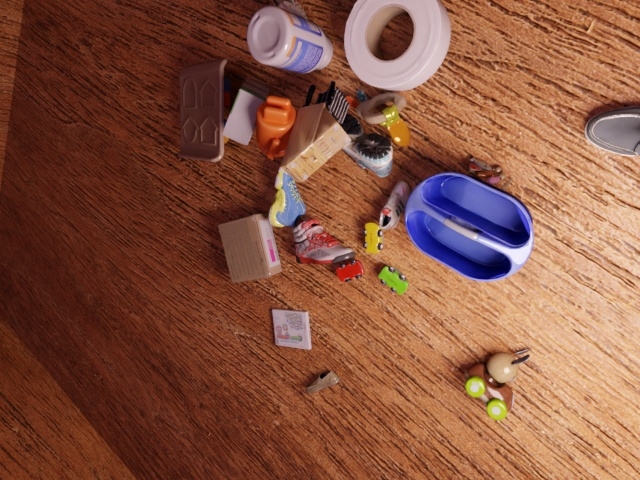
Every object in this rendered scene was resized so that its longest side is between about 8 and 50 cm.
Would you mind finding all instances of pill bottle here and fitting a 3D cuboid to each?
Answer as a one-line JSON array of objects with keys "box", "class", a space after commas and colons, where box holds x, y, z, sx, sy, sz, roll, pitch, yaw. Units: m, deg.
[{"box": [-0.077, -0.580, 1.332, 0.153, 0.272, 0.152, 6, 103, 30], "class": "pill bottle"}]

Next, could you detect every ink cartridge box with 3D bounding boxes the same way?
[{"box": [-0.263, 0.028, 1.679, 0.193, 0.088, 0.234, -11, 93, 31], "class": "ink cartridge box"}, {"box": [-0.243, -0.433, 1.496, 0.093, 0.219, 0.160, 23, 117, -13], "class": "ink cartridge box"}]

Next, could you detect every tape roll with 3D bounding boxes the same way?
[{"box": [0.211, -0.570, 1.260, 0.286, 0.100, 0.285, 7, 104, 31], "class": "tape roll"}]

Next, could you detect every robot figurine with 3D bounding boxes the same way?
[{"box": [-0.139, -0.345, 1.397, 0.158, 0.128, 0.219, 57, 161, 19], "class": "robot figurine"}]

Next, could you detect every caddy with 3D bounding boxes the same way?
[{"box": [0.395, -0.042, 1.206, 0.341, 0.179, 0.241, 31, 115, 23], "class": "caddy"}]

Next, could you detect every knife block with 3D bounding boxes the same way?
[{"box": [-0.028, -0.341, 1.347, 0.276, 0.088, 0.242, -40, 49, 10], "class": "knife block"}]

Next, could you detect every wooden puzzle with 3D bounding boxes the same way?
[{"box": [-0.419, -0.468, 1.647, 0.322, 0.081, 0.347, 17, 104, 47], "class": "wooden puzzle"}]

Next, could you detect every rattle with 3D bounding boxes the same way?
[{"box": [0.175, -0.373, 1.363, 0.200, 0.143, 0.130, 15, 75, 44], "class": "rattle"}]

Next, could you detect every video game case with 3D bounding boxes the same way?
[{"box": [-0.109, 0.330, 1.685, 0.157, 0.019, 0.143, 0, 99, 32], "class": "video game case"}]

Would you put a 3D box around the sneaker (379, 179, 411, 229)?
[{"box": [0.221, -0.102, 1.361, 0.057, 0.075, 0.161, 30, 114, 23], "class": "sneaker"}]

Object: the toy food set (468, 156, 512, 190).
[{"box": [0.450, -0.183, 1.205, 0.122, 0.078, 0.019, 32, 146, 19], "class": "toy food set"}]

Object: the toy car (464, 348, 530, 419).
[{"box": [0.511, 0.372, 1.245, 0.149, 0.155, 0.188, 47, 107, 15], "class": "toy car"}]

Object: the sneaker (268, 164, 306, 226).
[{"box": [-0.098, -0.155, 1.556, 0.126, 0.091, 0.240, 17, 109, 9], "class": "sneaker"}]

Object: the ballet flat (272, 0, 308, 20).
[{"box": [-0.123, -0.760, 1.441, 0.091, 0.077, 0.240, -36, 81, 30], "class": "ballet flat"}]

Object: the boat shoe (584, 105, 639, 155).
[{"box": [0.760, -0.231, 0.989, 0.320, 0.099, 0.116, 19, 110, 27], "class": "boat shoe"}]

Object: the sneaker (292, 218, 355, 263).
[{"box": [-0.001, 0.000, 1.480, 0.270, 0.090, 0.144, -5, 96, 53], "class": "sneaker"}]

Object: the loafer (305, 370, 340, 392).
[{"box": [0.003, 0.510, 1.635, 0.148, 0.056, 0.050, -28, 84, 23], "class": "loafer"}]

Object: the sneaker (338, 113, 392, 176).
[{"box": [0.110, -0.281, 1.376, 0.110, 0.122, 0.283, -37, 53, -9], "class": "sneaker"}]

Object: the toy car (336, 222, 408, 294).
[{"box": [0.188, 0.085, 1.434, 0.225, 0.053, 0.239, 40, 118, 19], "class": "toy car"}]
